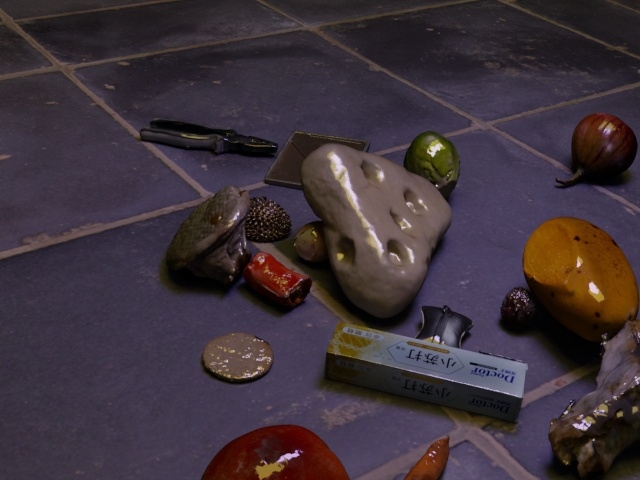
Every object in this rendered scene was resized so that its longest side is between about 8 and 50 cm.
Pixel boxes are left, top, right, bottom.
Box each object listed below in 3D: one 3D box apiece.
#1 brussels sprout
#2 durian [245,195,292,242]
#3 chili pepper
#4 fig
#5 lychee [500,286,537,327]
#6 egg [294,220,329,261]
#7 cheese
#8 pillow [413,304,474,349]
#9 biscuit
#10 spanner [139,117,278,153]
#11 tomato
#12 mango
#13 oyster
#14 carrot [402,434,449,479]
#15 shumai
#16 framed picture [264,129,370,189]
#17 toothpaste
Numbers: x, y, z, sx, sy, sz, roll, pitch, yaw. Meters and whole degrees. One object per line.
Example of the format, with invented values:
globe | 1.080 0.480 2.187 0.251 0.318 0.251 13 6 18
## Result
brussels sprout | 0.243 -0.161 2.005 0.117 0.155 0.155 -11 35 -25
durian | -0.125 -0.054 1.850 0.140 0.071 0.110 9 31 17
chili pepper | -0.080 0.069 1.659 0.123 0.070 0.073 31 84 30
fig | 0.648 -0.201 2.135 0.149 0.148 0.202 -6 62 41
lychee | 0.348 0.119 1.636 0.068 0.067 0.083 60 26 3
egg | 0.000 0.000 1.769 0.080 0.080 0.096 28 33 32
cheese | 0.146 -0.012 1.751 0.328 0.129 0.351 5 51 -43
pillow | 0.205 0.159 1.569 0.091 0.055 0.136 38 36 -7
biscuit | -0.134 0.188 1.508 0.120 0.015 0.120 4 32 -2
spanner | -0.256 -0.238 2.152 0.324 0.040 0.096 10 31 10
tomato | -0.058 0.321 1.190 0.200 0.140 0.233 -20 39 -24
mango | 0.463 0.077 1.618 0.191 0.160 0.290 36 23 -20
oyster | 0.467 0.232 1.401 0.337 0.133 0.198 -27 69 -20
carrot | 0.134 0.339 1.279 0.057 0.057 0.224 19 30 22
shumai | -0.181 0.002 1.707 0.201 0.120 0.201 -35 27 21
framed picture | -0.003 -0.180 2.116 0.192 0.018 0.265 11 33 10
toothpaste | 0.166 0.208 1.473 0.312 0.071 0.089 12 37 10
